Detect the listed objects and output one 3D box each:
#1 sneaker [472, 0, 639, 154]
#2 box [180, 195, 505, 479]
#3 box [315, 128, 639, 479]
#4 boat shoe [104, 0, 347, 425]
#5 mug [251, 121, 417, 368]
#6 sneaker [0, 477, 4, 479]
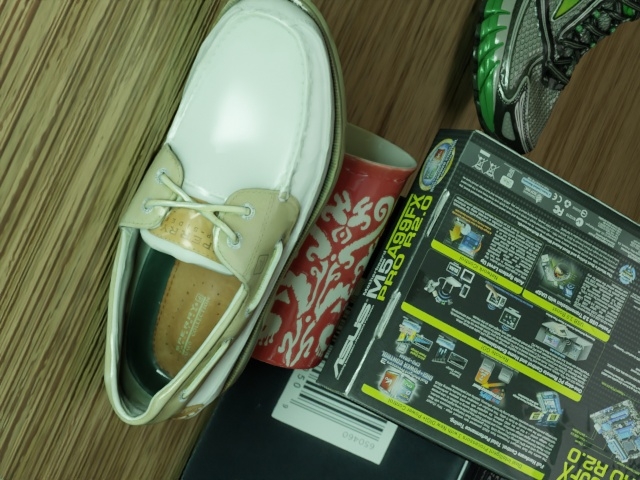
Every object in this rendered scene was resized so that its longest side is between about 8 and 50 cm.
[{"bbox_3d":[0.246,-0.234,1.677,0.343,0.146,0.134,-65,161,-6],"label":"sneaker"},{"bbox_3d":[0.075,0.171,1.563,0.293,0.212,0.395,-64,161,-14],"label":"box"},{"bbox_3d":[0.161,0.070,1.326,0.216,0.270,0.060,-64,-159,-5],"label":"box"},{"bbox_3d":[-0.065,-0.013,1.138,0.103,0.113,0.302,-42,149,-62],"label":"boat shoe"},{"bbox_3d":[0.003,0.003,1.315,0.150,0.113,0.169,12,107,-34],"label":"mug"},{"bbox_3d":[-0.233,0.232,1.042,0.118,0.083,0.222,-29,148,-33],"label":"sneaker"}]
